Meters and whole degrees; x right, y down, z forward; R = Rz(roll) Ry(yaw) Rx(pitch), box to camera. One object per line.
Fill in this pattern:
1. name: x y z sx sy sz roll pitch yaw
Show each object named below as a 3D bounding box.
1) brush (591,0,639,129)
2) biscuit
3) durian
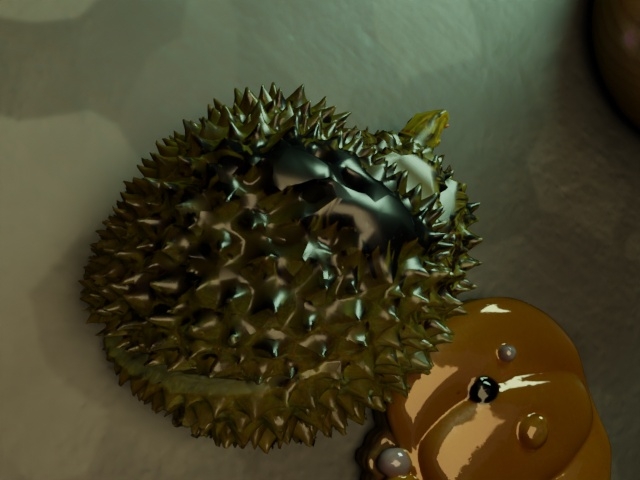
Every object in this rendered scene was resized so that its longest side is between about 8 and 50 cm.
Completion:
1. brush: 0.288 -0.190 0.635 0.174 0.166 0.266 11 80 -19
2. biscuit: 0.100 0.121 0.597 0.170 0.050 0.170 2 84 -20
3. durian: 0.000 0.000 0.517 0.193 0.138 0.237 41 72 -1
